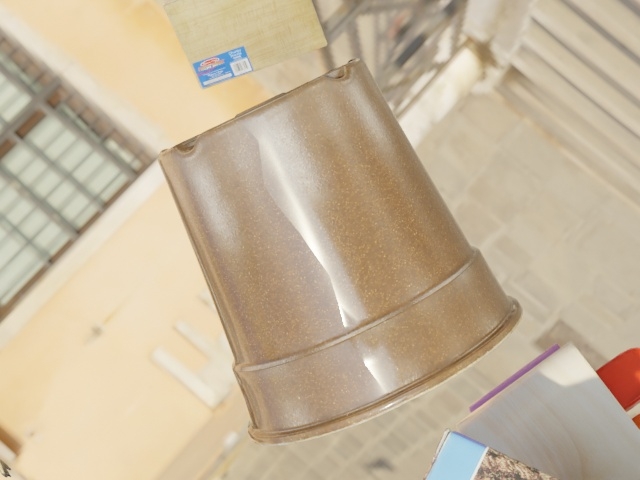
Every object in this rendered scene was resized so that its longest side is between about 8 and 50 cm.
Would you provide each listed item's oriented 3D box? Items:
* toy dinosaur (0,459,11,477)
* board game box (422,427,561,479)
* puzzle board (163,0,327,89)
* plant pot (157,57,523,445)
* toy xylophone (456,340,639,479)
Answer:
[{"bbox_3d":[-0.335,0.246,1.188,0.183,0.092,0.053,60,-171,-6],"label":"toy dinosaur"},{"bbox_3d":[0.157,0.285,0.728,0.291,0.232,0.141,24,162,21],"label":"board game box"},{"bbox_3d":[-0.068,-0.200,1.171,0.011,0.128,0.096,-103,-8,-51],"label":"puzzle board"},{"bbox_3d":[0.000,0.000,0.696,0.165,0.167,0.167,64,157,-6],"label":"plant pot"},{"bbox_3d":[0.197,0.228,0.957,0.081,0.236,0.323,44,-162,-56],"label":"toy xylophone"}]
